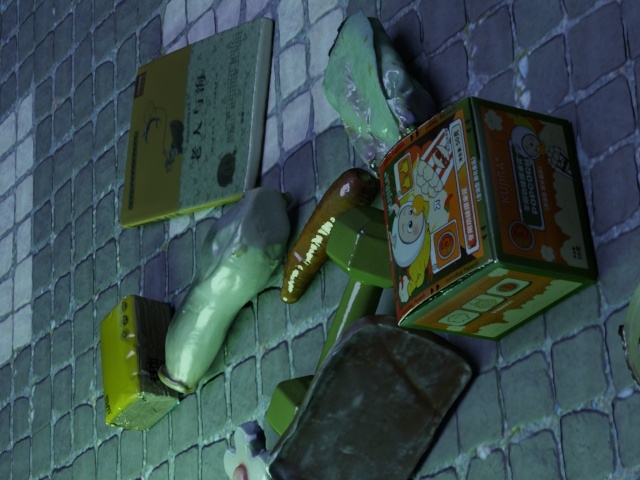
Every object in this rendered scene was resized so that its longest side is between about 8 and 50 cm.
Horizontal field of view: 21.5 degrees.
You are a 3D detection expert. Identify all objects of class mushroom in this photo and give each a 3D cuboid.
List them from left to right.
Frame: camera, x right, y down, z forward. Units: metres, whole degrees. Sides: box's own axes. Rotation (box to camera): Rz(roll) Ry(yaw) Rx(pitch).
[{"bbox_3d":[-0.138,0.071,2.312,0.351,0.097,0.109,-61,33,34],"label":"mushroom"}]

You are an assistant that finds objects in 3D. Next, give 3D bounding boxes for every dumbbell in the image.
[{"bbox_3d":[0.032,0.111,2.007,0.108,0.121,0.302,27,105,28],"label":"dumbbell"}]

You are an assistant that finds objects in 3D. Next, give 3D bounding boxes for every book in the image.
[{"bbox_3d":[-0.190,-0.169,2.524,0.389,0.032,0.269,-13,69,56],"label":"book"}]

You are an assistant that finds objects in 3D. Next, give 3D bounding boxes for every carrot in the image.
[{"bbox_3d":[0.000,0.000,2.146,0.248,0.059,0.059,-56,38,37],"label":"carrot"}]

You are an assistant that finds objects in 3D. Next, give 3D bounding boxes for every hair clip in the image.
[{"bbox_3d":[-0.078,0.359,2.151,0.146,0.075,0.257,2,87,54],"label":"hair clip"}]

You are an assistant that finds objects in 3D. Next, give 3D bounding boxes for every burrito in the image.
[{"bbox_3d":[0.076,-0.170,2.046,0.229,0.089,0.144,-117,34,-46],"label":"burrito"}]

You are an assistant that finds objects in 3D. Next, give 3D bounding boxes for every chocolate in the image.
[{"bbox_3d":[0.052,0.187,1.926,0.254,0.157,0.080,-61,15,25],"label":"chocolate"}]

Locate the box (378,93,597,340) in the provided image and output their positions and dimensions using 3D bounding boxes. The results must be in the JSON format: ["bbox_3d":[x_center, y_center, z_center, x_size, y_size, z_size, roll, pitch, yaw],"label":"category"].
[{"bbox_3d":[0.169,-0.020,1.788,0.177,0.148,0.195,-38,50,49],"label":"box"}]

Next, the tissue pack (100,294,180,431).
[{"bbox_3d":[-0.271,0.181,2.497,0.120,0.082,0.169,-42,47,46],"label":"tissue pack"}]

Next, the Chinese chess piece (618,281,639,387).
[{"bbox_3d":[0.342,0.084,1.561,0.144,0.058,0.144,-24,61,54],"label":"Chinese chess piece"}]
